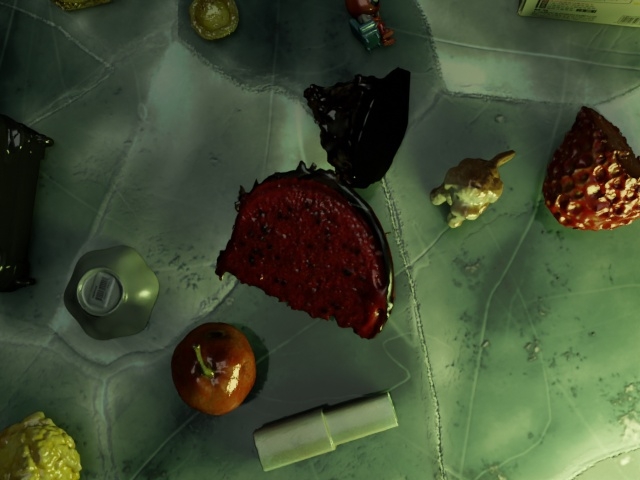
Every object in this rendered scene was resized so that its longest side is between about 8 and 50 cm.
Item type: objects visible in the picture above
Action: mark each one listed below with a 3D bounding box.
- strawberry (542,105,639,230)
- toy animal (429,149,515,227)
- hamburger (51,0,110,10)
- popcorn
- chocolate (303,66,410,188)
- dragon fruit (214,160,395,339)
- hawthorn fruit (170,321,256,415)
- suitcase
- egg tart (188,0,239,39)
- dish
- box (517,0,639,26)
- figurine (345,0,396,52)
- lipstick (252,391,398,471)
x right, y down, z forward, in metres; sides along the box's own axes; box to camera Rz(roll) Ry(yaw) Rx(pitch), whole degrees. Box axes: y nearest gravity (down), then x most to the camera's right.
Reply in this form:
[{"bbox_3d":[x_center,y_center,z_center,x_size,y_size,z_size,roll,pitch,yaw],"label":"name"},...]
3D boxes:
[{"bbox_3d":[0.484,-0.107,1.347,0.178,0.234,0.234,-40,80,29],"label":"strawberry"},{"bbox_3d":[0.284,-0.114,1.340,0.184,0.185,0.104,-43,80,0],"label":"toy animal"},{"bbox_3d":[-0.473,-0.564,1.514,0.214,0.108,0.213,-1,85,11],"label":"hamburger"},{"bbox_3d":[-0.525,0.409,1.387,0.180,0.170,0.180,2,102,8],"label":"popcorn"},{"bbox_3d":[0.037,-0.214,1.376,0.177,0.224,0.206,23,56,22],"label":"chocolate"},{"bbox_3d":[0.000,0.000,1.377,0.343,0.100,0.282,26,116,12],"label":"dragon fruit"},{"bbox_3d":[-0.186,0.220,1.302,0.165,0.285,0.165,1,83,-5],"label":"hawthorn fruit"},{"bbox_3d":[-0.710,-0.078,1.454,0.339,0.188,0.345,4,86,12],"label":"suitcase"},{"bbox_3d":[-0.207,-0.440,1.501,0.105,0.039,0.105,-1,84,6],"label":"egg tart"},{"bbox_3d":[-0.408,0.098,1.448,0.191,0.066,0.190,-1,84,5],"label":"dish"},{"bbox_3d":[0.497,-0.458,1.340,0.274,0.221,0.091,7,87,5],"label":"box"},{"bbox_3d":[0.086,-0.432,1.459,0.075,0.068,0.140,-23,76,6],"label":"figurine"},{"bbox_3d":[0.011,0.338,1.372,0.253,0.079,0.077,-19,81,2],"label":"lipstick"}]
